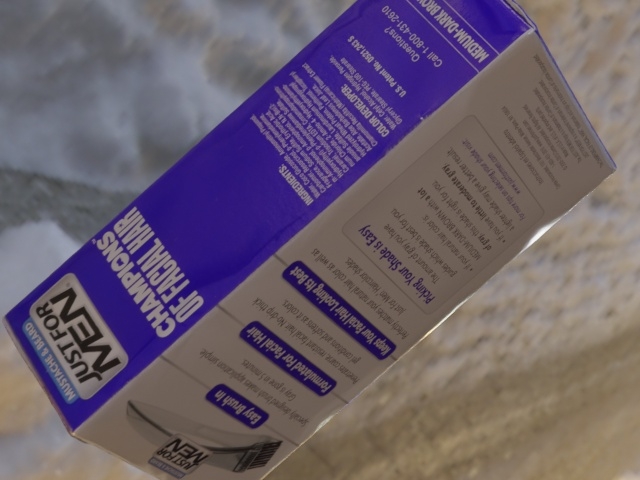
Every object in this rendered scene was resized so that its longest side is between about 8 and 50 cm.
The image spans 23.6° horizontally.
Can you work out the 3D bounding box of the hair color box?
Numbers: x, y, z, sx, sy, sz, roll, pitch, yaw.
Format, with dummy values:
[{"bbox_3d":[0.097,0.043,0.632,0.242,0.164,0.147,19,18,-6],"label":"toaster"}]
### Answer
[{"bbox_3d":[0.000,0.000,0.925,0.339,0.110,0.185,-42,146,2],"label":"hair color box"}]
